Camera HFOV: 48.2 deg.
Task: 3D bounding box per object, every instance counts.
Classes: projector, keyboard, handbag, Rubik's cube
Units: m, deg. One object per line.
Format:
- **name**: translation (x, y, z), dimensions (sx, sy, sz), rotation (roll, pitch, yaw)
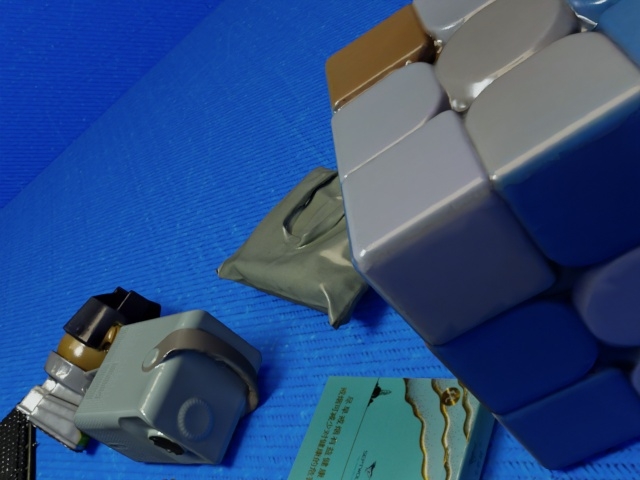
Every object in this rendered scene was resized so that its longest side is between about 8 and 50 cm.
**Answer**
- **projector**: translation (-0.210, 0.211, 1.017), dimensions (0.242, 0.163, 0.177), rotation (-15, 43, 41)
- **keyboard**: translation (-0.563, 0.406, 1.315), dimensions (0.106, 0.027, 0.317), rotation (-43, 31, 2)
- **handbag**: translation (0.004, -0.002, 1.077), dimensions (0.253, 0.109, 0.316), rotation (-50, 31, -18)
- **Rubik's cube**: translation (0.241, -0.064, 0.656), dimensions (0.347, 0.346, 0.344), rotation (-33, 33, 19)

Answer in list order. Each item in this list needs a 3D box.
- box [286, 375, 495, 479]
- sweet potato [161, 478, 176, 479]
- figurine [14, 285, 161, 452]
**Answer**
- **box**: translation (0.073, 0.229, 0.789), dimensions (0.229, 0.041, 0.162), rotation (-9, 46, 43)
- **sweet potato**: translation (-0.300, 0.428, 0.905), dimensions (0.336, 0.131, 0.131), rotation (-50, 32, -10)
- **figurine**: translation (-0.399, 0.209, 1.253), dimensions (0.308, 0.143, 0.308), rotation (-14, 57, 23)
